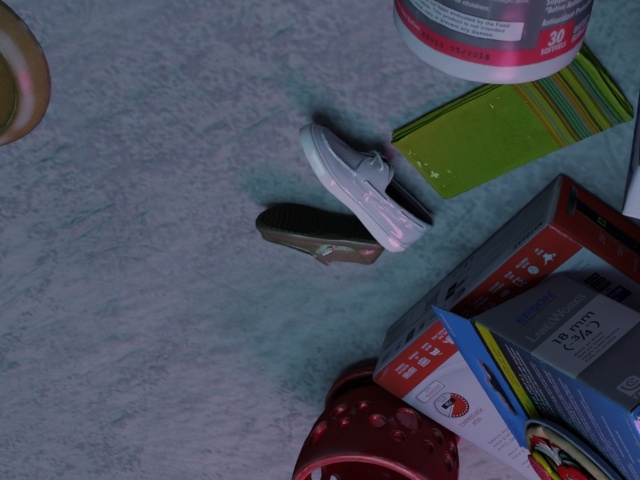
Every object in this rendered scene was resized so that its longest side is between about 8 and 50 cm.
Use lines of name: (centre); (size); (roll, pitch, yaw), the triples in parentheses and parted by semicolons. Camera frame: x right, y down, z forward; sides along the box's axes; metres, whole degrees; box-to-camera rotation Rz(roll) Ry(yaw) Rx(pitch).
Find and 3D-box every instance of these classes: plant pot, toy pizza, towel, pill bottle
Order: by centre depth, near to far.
pill bottle: (0.162, -0.302, 1.340); (0.176, 0.176, 0.318); (13, 135, 7)
towel: (0.189, -0.114, 1.616); (0.237, 0.021, 0.102); (-25, 119, 36)
toy pizza: (0.275, 0.264, 1.658); (0.201, 0.032, 0.201); (45, 167, 14)
plant pot: (-0.409, -0.186, 1.750); (0.236, 0.032, 0.236); (10, 135, 10)
plant pot: (0.075, 0.252, 1.888); (0.191, 0.174, 0.191); (10, 134, 11)

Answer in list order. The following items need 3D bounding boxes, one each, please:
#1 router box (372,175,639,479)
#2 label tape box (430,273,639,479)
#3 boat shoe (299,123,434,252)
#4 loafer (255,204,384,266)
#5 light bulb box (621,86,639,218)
router box: (0.273, 0.122, 1.762); (0.301, 0.082, 0.335); (33, 133, -12)
label tape box: (0.287, 0.162, 1.633); (0.333, 0.106, 0.240); (30, 157, 56)
boat shoe: (0.051, -0.062, 1.686); (0.063, 0.066, 0.184); (-31, 115, 22)
loafer: (0.000, 0.000, 1.763); (0.148, 0.056, 0.050); (11, 128, 9)
light bulb box: (0.472, -0.168, 1.323); (0.358, 0.225, 0.361); (16, 135, 3)
